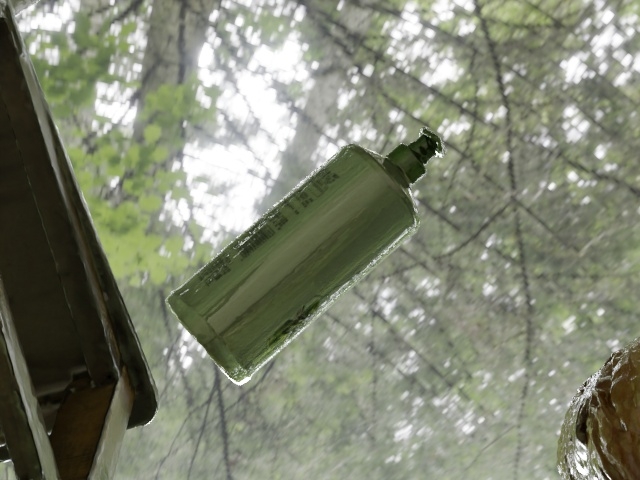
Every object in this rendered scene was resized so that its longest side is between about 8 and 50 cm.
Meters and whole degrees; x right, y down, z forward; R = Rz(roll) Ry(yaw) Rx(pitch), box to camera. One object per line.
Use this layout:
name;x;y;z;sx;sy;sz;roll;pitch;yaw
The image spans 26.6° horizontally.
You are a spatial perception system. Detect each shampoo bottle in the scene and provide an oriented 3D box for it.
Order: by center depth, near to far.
shampoo bottle;0.000;0.000;1.003;0.234;0.118;0.087;-41;-88;-5

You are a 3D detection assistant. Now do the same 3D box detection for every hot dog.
hot dog;0.205;0.146;0.823;0.099;0.227;0.160;-30;-98;-7

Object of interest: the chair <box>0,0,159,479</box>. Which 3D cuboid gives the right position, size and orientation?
chair;-0.197;0.006;0.604;0.203;0.416;0.240;-15;-79;2
